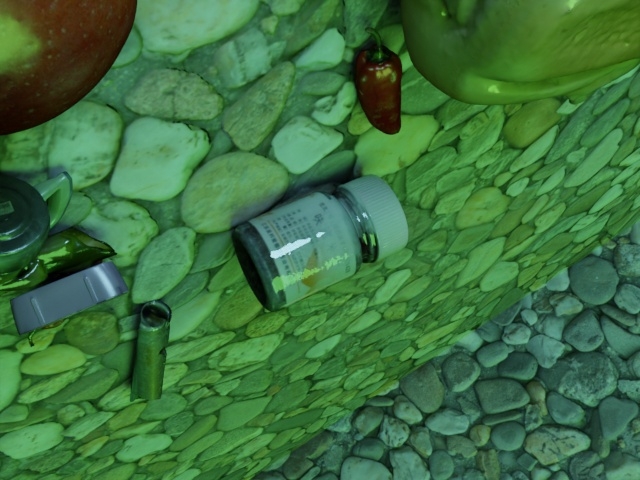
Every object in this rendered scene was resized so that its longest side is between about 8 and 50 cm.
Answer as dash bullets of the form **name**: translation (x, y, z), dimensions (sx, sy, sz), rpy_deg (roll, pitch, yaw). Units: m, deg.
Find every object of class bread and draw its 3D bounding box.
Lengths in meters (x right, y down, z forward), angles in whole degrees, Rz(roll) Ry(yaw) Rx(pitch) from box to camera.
- **bread**: translation (0.297, -0.338, 0.786), dimensions (0.376, 0.252, 0.348), rpy_deg (-19, 165, -23)

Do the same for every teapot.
- **teapot**: translation (-0.383, -0.022, 0.785), dimensions (0.111, 0.149, 0.108), rpy_deg (20, 144, -12)

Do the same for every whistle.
- **whistle**: translation (-0.334, 0.230, 1.255), dimensions (0.068, 0.057, 0.326), rpy_deg (-12, 146, -28)

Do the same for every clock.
- **clock**: translation (-0.348, 0.078, 0.904), dimensions (0.153, 0.050, 0.110), rpy_deg (-22, -179, -9)

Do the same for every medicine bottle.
- **medicine bottle**: translation (0.000, 0.000, 1.121), dimensions (0.274, 0.165, 0.165), rpy_deg (-24, 151, -16)

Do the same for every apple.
- **apple**: translation (-0.257, -0.194, 0.489), dimensions (0.201, 0.218, 0.218), rpy_deg (-36, 152, 1)

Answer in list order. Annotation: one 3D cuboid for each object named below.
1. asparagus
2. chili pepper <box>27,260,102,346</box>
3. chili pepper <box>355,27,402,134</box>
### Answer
- **asparagus**: translation (-0.412, 0.035, 0.847), dimensions (0.287, 0.080, 0.080), rpy_deg (-25, 152, -32)
- **chili pepper**: translation (-0.388, 0.081, 0.970), dimensions (0.191, 0.050, 0.059), rpy_deg (-50, 147, 5)
- **chili pepper**: translation (0.092, -0.225, 0.975), dimensions (0.071, 0.063, 0.272), rpy_deg (-20, 155, 2)
